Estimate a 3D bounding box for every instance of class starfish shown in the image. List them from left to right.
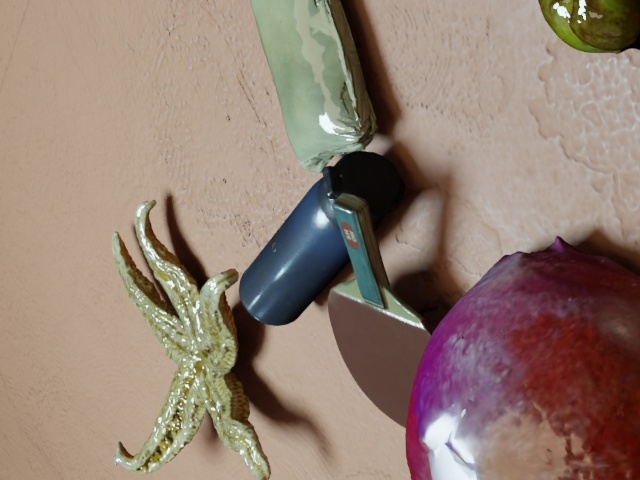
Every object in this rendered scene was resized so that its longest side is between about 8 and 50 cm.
[{"bbox_3d":[-0.148,0.132,1.656,0.375,0.094,0.327,43,128,44],"label":"starfish"}]

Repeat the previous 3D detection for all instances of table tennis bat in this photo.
[{"bbox_3d":[0.057,0.074,1.344,0.154,0.021,0.274,20,139,41],"label":"table tennis bat"}]

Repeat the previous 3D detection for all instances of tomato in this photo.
[{"bbox_3d":[0.186,0.173,1.144,0.289,0.176,0.335,4,108,51],"label":"tomato"}]

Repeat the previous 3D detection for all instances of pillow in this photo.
[{"bbox_3d":[-0.010,-0.167,1.349,0.119,0.053,0.208,-15,91,54],"label":"pillow"}]

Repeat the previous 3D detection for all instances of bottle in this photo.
[{"bbox_3d":[0.000,0.000,1.402,0.244,0.082,0.072,129,140,-54],"label":"bottle"}]

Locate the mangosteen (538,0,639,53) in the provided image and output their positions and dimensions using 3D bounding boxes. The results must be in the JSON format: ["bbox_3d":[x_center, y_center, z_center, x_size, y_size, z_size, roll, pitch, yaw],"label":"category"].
[{"bbox_3d":[0.229,-0.189,0.874,0.210,0.209,0.210,30,129,44],"label":"mangosteen"}]
